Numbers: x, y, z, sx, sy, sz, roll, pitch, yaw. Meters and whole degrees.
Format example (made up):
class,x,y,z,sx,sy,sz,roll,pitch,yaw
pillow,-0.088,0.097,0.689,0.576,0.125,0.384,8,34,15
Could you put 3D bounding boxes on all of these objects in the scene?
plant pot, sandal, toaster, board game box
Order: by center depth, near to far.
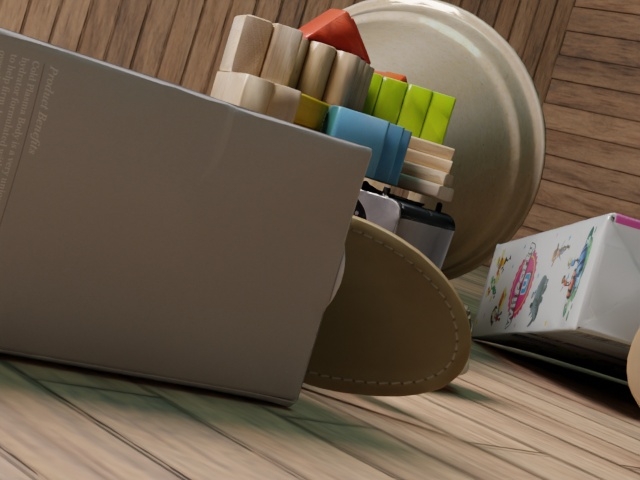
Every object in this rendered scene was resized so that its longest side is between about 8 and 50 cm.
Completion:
class,x,y,z,sx,sy,sz,roll,pitch,yaw
sandal,-0.036,0.019,0.754,0.240,0.088,0.079,11,4,9
toaster,0.000,0.000,1.101,0.168,0.110,0.185,18,3,20
board game box,0.274,0.063,1.183,0.224,0.098,0.303,17,-8,-7
plant pot,0.042,-0.089,1.511,0.333,0.334,0.305,18,14,17

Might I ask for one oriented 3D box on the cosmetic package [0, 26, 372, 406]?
class,x,y,z,sx,sy,sz,roll,pitch,yaw
cosmetic package,-0.107,-0.016,0.608,0.238,0.127,0.107,17,3,-39

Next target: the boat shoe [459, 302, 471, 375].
class,x,y,z,sx,sy,sz,roll,pitch,yaw
boat shoe,-0.035,0.011,0.846,0.305,0.091,0.109,16,3,-23

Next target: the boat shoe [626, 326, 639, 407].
class,x,y,z,sx,sy,sz,roll,pitch,yaw
boat shoe,0.304,0.117,0.780,0.285,0.103,0.092,22,-1,21

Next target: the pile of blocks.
class,x,y,z,sx,sy,sz,roll,pitch,yaw
pile of blocks,0.034,-0.106,1.094,0.149,0.113,0.362,17,3,18
